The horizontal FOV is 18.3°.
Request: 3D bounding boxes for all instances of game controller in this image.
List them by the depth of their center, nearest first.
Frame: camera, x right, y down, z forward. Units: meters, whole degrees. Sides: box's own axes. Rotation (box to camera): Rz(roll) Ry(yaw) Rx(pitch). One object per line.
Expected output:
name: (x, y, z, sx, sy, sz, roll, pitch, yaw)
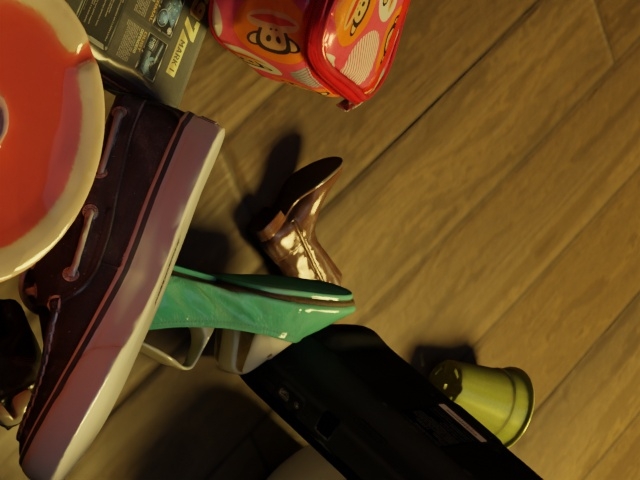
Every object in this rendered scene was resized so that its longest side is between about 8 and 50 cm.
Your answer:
game controller: (0.073, 0.165, 1.597, 0.166, 0.319, 0.067, 8, 116, -50)

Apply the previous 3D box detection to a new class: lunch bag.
lunch bag: (0.022, -0.258, 1.553, 0.258, 0.120, 0.293, 29, 79, -75)

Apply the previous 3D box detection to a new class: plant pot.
plant pot: (-0.281, -0.084, 1.216, 0.275, 0.243, 0.274, -13, 108, -45)
plant pot: (0.141, 0.146, 1.835, 0.079, 0.083, 0.083, 22, 83, -34)

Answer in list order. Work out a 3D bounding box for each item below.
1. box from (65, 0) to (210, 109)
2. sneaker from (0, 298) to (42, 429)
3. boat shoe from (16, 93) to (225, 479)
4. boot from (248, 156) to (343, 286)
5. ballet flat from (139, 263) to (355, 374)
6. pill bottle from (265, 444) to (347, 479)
box: (-0.132, -0.233, 1.446, 0.183, 0.059, 0.232, 30, 78, -57)
sneaker: (-0.284, 0.107, 1.382, 0.234, 0.078, 0.106, -29, 116, -43)
boat shoe: (-0.166, 0.028, 1.414, 0.108, 0.102, 0.301, 109, 2, -69)
boot: (0.000, 0.000, 1.675, 0.106, 0.037, 0.114, -42, 124, -15)
ballet flat: (-0.085, 0.061, 1.562, 0.247, 0.083, 0.087, 11, 95, -35)
pill bottle: (0.084, 0.325, 1.730, 0.334, 0.188, 0.188, 48, 65, -41)
